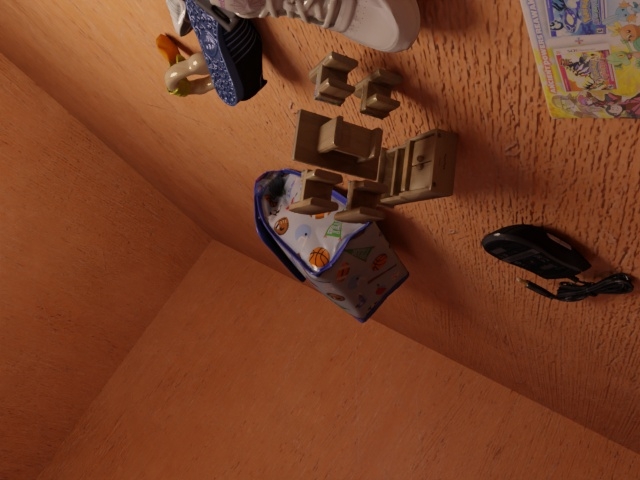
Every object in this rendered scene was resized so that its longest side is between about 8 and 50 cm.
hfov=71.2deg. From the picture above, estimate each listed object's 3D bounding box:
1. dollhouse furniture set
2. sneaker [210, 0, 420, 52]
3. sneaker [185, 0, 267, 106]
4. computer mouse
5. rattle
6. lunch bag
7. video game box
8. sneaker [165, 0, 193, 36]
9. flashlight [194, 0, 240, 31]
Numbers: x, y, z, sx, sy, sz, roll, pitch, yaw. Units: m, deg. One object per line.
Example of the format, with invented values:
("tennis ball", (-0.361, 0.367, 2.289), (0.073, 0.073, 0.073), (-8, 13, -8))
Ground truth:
("dollhouse furniture set", (0.064, -0.130, 0.702), (0.242, 0.211, 0.161), (10, 174, -25))
("sneaker", (-0.035, -0.287, 0.510), (0.305, 0.152, 0.114), (32, 163, 0))
("sneaker", (-0.147, -0.343, 0.729), (0.082, 0.090, 0.232), (26, 142, 31))
("computer mouse", (0.403, 0.038, 0.822), (0.262, 0.060, 0.184), (22, 161, -3))
("rattle", (-0.236, -0.376, 0.881), (0.130, 0.142, 0.200), (5, 166, -35))
("lunch bag", (0.000, 0.000, 1.218), (0.385, 0.239, 0.328), (42, 174, 38))
("video game box", (0.278, -0.188, 0.378), (0.187, 0.048, 0.205), (15, 157, 45))
("sneaker", (-0.237, -0.409, 0.751), (0.061, 0.053, 0.152), (43, 159, 0))
("flashlight", (-0.202, -0.419, 0.559), (0.304, 0.103, 0.103), (34, 142, -23))
